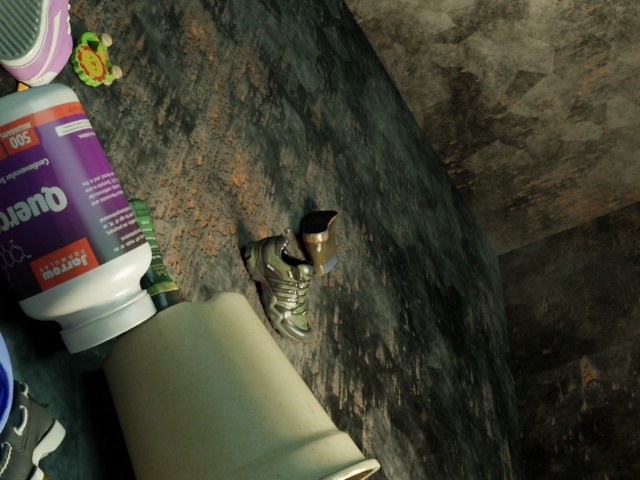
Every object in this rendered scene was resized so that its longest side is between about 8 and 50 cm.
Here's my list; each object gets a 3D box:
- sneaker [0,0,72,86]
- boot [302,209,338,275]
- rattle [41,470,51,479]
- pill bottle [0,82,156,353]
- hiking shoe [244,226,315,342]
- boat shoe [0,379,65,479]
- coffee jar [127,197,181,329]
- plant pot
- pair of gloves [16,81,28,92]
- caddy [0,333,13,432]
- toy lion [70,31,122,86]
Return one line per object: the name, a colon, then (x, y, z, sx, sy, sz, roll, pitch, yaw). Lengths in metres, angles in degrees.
sneaker: (-0.410, -0.367, 1.461, 0.161, 0.102, 0.282, 70, 34, -77)
boot: (0.000, 0.000, 2.243, 0.219, 0.082, 0.106, -60, 146, -69)
rattle: (-0.334, 0.364, 1.094, 0.130, 0.142, 0.200, 28, 80, -69)
pill bottle: (-0.337, -0.026, 1.264, 0.323, 0.181, 0.181, 65, 21, -5)
hiking shoe: (-0.057, 0.092, 1.915, 0.227, 0.114, 0.086, 63, 22, -9)
boat shoe: (-0.348, 0.228, 1.026, 0.091, 0.114, 0.302, 56, -4, -10)
coffee jar: (-0.278, 0.037, 1.462, 0.184, 0.096, 0.079, 68, 20, 4)
plant pot: (-0.136, 0.250, 1.340, 0.305, 0.334, 0.334, 62, 19, 17)
pair of gloves: (-0.423, -0.190, 1.463, 0.083, 0.010, 0.074, 41, 33, -48)
caddy: (-0.423, 0.117, 0.817, 0.341, 0.179, 0.241, -5, 60, -59)
toy lion: (-0.384, -0.306, 1.654, 0.096, 0.034, 0.100, 1, 67, -59)
